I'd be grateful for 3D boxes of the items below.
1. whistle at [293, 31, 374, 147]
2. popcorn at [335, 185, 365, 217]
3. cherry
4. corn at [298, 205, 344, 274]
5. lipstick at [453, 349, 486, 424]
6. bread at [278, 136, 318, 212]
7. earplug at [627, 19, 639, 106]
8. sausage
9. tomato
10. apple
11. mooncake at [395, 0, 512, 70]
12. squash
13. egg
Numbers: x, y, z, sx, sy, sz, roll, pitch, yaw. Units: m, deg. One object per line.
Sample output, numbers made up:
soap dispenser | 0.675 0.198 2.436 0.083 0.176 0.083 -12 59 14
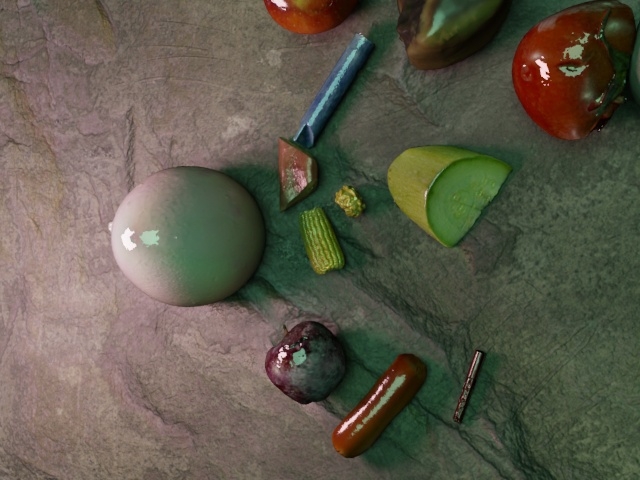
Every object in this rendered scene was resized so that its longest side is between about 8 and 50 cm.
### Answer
whistle | 0.029 -0.368 1.827 0.062 0.062 0.304 35 99 18
popcorn | 0.074 -0.093 1.789 0.057 0.083 0.082 -41 43 8
cherry | -0.029 0.290 1.756 0.195 0.195 0.195 -1 87 20
corn | 0.000 0.000 1.816 0.085 0.063 0.165 -24 78 27
lipstick | 0.340 0.338 1.699 0.027 0.027 0.177 20 96 19
bread | -0.054 -0.165 1.841 0.119 0.067 0.193 0 86 28
earplug | 0.808 -0.351 1.422 0.393 0.312 0.313 14 92 22
sausage | 0.137 0.392 1.738 0.089 0.083 0.300 43 100 29
tomato | 0.487 -0.363 1.524 0.170 0.309 0.309 8 90 -23
apple | -0.016 -0.636 1.783 0.251 0.206 0.272 -1 90 9
mooncake | 0.241 -0.600 1.662 0.393 0.246 0.394 20 94 11
squash | 0.286 -0.139 1.747 0.204 0.155 0.237 33 98 -19
egg | -0.348 -0.012 1.799 0.354 0.340 0.355 0 89 19
